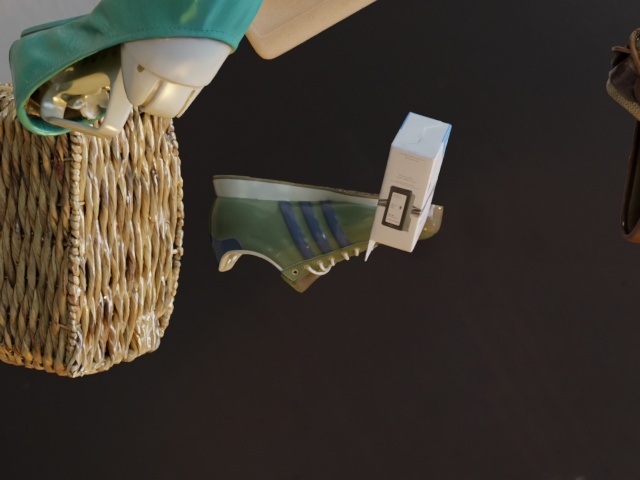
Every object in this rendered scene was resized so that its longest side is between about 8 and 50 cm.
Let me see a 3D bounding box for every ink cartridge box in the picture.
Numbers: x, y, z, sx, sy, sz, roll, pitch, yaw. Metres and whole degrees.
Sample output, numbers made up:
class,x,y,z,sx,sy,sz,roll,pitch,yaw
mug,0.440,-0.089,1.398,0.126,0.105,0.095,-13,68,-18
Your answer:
class,x,y,z,sx,sy,sz,roll,pitch,yaw
ink cartridge box,0.052,-0.028,0.809,0.048,0.028,0.083,-60,165,-55

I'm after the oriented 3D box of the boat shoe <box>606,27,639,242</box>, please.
class,x,y,z,sx,sy,sz,roll,pitch,yaw
boat shoe,0.320,-0.141,1.212,0.123,0.123,0.342,-7,127,-3

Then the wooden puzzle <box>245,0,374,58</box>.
class,x,y,z,sx,sy,sz,roll,pitch,yaw
wooden puzzle,-0.004,-0.406,1.464,0.322,0.080,0.348,-29,128,7

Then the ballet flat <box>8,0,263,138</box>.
class,x,y,z,sx,sy,sz,roll,pitch,yaw
ballet flat,-0.113,-0.111,0.834,0.083,0.087,0.247,5,169,-41

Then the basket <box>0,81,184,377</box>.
class,x,y,z,sx,sy,sz,roll,pitch,yaw
basket,-0.293,-0.023,1.489,0.223,0.299,0.213,8,-167,27

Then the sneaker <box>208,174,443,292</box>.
class,x,y,z,sx,sy,sz,roll,pitch,yaw
sneaker,0.000,0.000,1.077,0.192,0.086,0.064,8,-178,16
